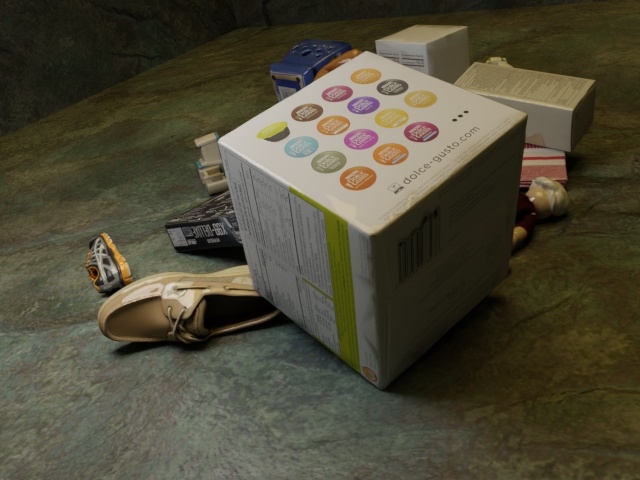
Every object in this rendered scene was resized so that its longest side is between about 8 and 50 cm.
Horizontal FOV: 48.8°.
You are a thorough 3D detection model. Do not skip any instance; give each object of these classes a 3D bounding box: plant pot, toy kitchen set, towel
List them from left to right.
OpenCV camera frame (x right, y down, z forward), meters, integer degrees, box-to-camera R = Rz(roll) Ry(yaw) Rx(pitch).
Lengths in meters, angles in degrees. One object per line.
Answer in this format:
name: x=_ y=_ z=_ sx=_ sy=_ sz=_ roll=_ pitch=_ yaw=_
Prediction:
toy kitchen set: x=-0.286 y=-0.241 z=1.967 sx=0.122 sy=0.166 sz=0.207 roll=-17 pitch=28 yaw=-12
plant pot: x=-0.024 y=-0.514 z=2.336 sx=0.212 sy=0.236 sz=0.235 roll=-36 pitch=36 yaw=-29
towel: x=0.471 y=-0.230 z=1.723 sx=0.236 sy=0.037 sz=0.329 roll=1 pitch=42 yaw=15

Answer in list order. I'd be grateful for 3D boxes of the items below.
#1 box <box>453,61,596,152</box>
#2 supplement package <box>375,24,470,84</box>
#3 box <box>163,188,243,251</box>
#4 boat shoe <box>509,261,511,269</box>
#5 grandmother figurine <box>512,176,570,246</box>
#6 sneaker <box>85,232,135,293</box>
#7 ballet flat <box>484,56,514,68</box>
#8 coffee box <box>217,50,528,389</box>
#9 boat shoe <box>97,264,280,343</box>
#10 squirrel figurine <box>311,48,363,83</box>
box: x=0.486 y=-0.328 z=1.709 sx=0.311 sy=0.121 sz=0.148 roll=21 pitch=51 yaw=33
supplement package: x=0.314 y=-0.490 z=2.118 sx=0.199 sy=0.263 sz=0.198 roll=-30 pitch=33 yaw=-34
box: x=-0.175 y=-0.067 z=1.606 sx=0.307 sy=0.077 sz=0.242 roll=-5 pitch=22 yaw=47
boat shoe: x=0.246 y=0.044 z=1.323 sx=0.226 sy=0.076 sz=0.083 roll=-13 pitch=27 yaw=-4
grandmother figurine: x=0.359 y=-0.055 z=1.460 sx=0.342 sy=0.104 sz=0.208 roll=-15 pitch=53 yaw=-14
sneaker: x=-0.488 y=0.050 z=1.579 sx=0.083 sy=0.084 sz=0.215 roll=-28 pitch=32 yaw=-20
ballet flat: x=0.560 y=-0.496 z=2.186 sx=0.146 sy=0.147 sz=0.409 roll=-10 pitch=26 yaw=2
coffee box: x=0.087 y=-0.047 z=1.149 sx=0.337 sy=0.338 sz=0.334 roll=-36 pitch=50 yaw=-26
boat shoe: x=-0.239 y=0.125 z=1.296 sx=0.340 sy=0.122 sz=0.110 roll=-14 pitch=26 yaw=-8
squirrel figurine: x=0.031 y=-0.261 z=1.858 sx=0.396 sy=0.281 sz=0.371 roll=-21 pitch=36 yaw=12
